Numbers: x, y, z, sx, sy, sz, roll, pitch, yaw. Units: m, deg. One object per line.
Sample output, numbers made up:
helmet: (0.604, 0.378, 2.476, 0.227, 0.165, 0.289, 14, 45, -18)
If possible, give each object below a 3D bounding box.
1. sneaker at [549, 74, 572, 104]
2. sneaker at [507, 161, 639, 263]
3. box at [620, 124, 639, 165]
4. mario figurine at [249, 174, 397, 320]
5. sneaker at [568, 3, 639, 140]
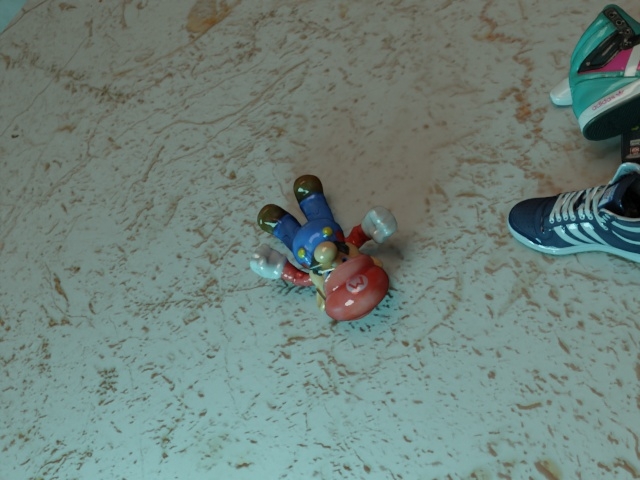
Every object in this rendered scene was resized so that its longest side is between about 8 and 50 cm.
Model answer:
sneaker: (0.436, -0.277, 1.551, 0.152, 0.061, 0.054, -31, 52, 12)
sneaker: (0.386, -0.045, 1.374, 0.282, 0.153, 0.099, 11, 67, 35)
box: (0.570, -0.196, 1.423, 0.231, 0.056, 0.183, -5, 60, 28)
mario figurine: (0.000, 0.000, 1.561, 0.320, 0.170, 0.198, 51, 127, 48)
sneaker: (0.496, -0.286, 1.413, 0.295, 0.124, 0.178, -26, 60, 16)
